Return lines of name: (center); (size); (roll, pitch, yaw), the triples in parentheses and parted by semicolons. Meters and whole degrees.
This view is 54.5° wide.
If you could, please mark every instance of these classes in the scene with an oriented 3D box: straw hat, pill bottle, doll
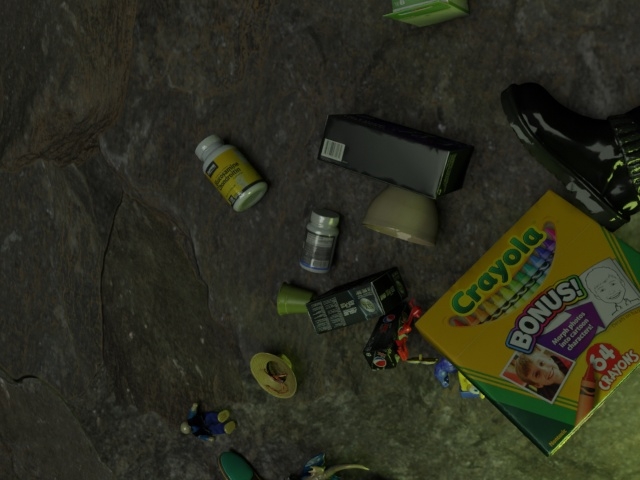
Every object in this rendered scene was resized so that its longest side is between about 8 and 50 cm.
straw hat: (-0.106, 0.327, 1.591); (0.145, 0.061, 0.144); (15, 125, 23)
pill bottle: (0.000, 0.000, 1.451); (0.078, 0.078, 0.137); (20, 109, 23)
pill bottle: (-0.221, -0.167, 1.518); (0.184, 0.103, 0.103); (49, 118, 10)
doll: (-0.329, 0.516, 1.760); (0.189, 0.046, 0.129); (-21, 100, 36)

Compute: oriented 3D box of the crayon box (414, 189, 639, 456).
crayon box: (0.411, 0.140, 1.116); (0.363, 0.106, 0.313); (-45, 61, -2)

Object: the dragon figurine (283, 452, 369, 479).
dragon figurine: (-0.009, 0.604, 1.585); (0.289, 0.144, 0.085); (-35, 82, 10)

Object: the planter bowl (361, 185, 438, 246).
planter bowl: (0.178, -0.062, 1.308); (0.162, 0.162, 0.109); (16, 87, 25)

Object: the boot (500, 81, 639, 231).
boot: (0.519, -0.211, 1.092); (0.348, 0.131, 0.260); (46, 125, 0)

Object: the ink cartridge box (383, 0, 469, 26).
ink cartridge box: (0.199, -0.452, 1.167); (0.109, 0.209, 0.062); (-3, 100, 29)

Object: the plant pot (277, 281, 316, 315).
plant pot: (-0.055, 0.146, 1.520); (0.079, 0.083, 0.083); (5, 104, 14)

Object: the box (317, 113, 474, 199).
box: (0.155, -0.178, 1.268); (0.261, 0.184, 0.103); (21, 107, 22)

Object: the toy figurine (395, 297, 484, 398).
toy figurine: (0.364, 0.241, 1.308); (0.363, 0.191, 0.217); (-10, 127, 22)

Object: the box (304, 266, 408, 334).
box: (0.083, 0.134, 1.397); (0.180, 0.147, 0.077); (-22, 90, 30)

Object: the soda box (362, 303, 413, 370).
soda box: (0.151, 0.209, 1.361); (0.060, 0.169, 0.053); (-14, 114, 30)

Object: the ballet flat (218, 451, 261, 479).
ballet flat: (-0.199, 0.681, 1.713); (0.232, 0.080, 0.073); (37, 130, 18)
